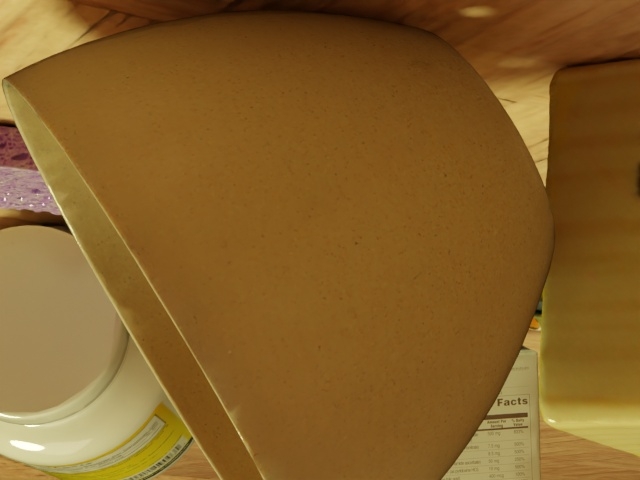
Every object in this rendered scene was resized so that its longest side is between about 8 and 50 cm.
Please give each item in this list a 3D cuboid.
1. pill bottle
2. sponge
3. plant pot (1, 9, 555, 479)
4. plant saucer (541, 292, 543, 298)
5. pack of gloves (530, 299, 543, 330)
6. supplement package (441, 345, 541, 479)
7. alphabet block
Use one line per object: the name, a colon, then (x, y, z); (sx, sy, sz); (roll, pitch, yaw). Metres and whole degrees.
pill bottle: (-0.199, 0.094, 1.352); (0.187, 0.188, 0.334); (2, 166, 5)
sponge: (-0.152, -0.040, 1.101); (0.210, 0.031, 0.117); (6, 167, -14)
plant pot: (0.000, 0.000, 0.813); (0.191, 0.284, 0.284); (-31, 171, -10)
plant saucer: (0.075, 0.007, 1.236); (0.240, 0.037, 0.241); (4, 168, 1)
pack of gloves: (0.236, 0.048, 1.382); (0.232, 0.046, 0.195); (4, -178, -21)
supplement package: (0.058, 0.153, 1.443); (0.204, 0.145, 0.262); (-3, -177, -7)
alphabet block: (0.242, 0.013, 0.876); (0.197, 0.194, 0.192); (-5, 163, 32)
